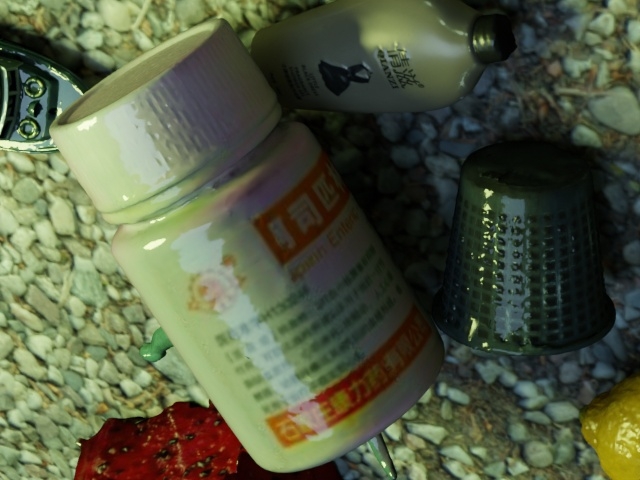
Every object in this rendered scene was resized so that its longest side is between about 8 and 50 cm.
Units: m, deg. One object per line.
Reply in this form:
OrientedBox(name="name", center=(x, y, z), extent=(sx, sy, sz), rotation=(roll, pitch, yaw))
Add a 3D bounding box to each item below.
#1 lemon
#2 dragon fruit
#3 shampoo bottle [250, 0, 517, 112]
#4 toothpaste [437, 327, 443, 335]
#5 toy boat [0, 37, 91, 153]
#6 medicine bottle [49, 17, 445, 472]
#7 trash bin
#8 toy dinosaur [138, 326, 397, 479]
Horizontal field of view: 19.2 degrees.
OrientedBox(name="lemon", center=(0.339, 0.188, 1.815), extent=(0.187, 0.142, 0.142), rotation=(13, 130, 14))
OrientedBox(name="dragon fruit", center=(-0.156, 0.360, 2.108), extent=(0.286, 0.329, 0.228), rotation=(-7, 127, 32))
OrientedBox(name="shampoo bottle", center=(0.060, -0.172, 1.731), extent=(0.256, 0.078, 0.127), rotation=(-6, 120, 32))
OrientedBox(name="toothpaste", center=(0.000, 0.000, 1.910), extent=(0.114, 0.073, 0.299), rotation=(-17, 120, 50))
OrientedBox(name="toy boat", center=(-0.358, -0.157, 1.950), extent=(0.296, 0.122, 0.114), rotation=(15, 107, 15))
OrientedBox(name="medicine bottle", center=(-0.067, 0.005, 1.753), extent=(0.219, 0.219, 0.388), rotation=(-22, 107, 39))
OrientedBox(name="trash bin", center=(0.190, 0.000, 1.745), extent=(0.175, 0.175, 0.161), rotation=(11, 119, 22))
OrientedBox(name="toy dinosaur", center=(-0.062, 0.037, 1.915), extent=(0.383, 0.129, 0.331), rotation=(27, 134, 26))
